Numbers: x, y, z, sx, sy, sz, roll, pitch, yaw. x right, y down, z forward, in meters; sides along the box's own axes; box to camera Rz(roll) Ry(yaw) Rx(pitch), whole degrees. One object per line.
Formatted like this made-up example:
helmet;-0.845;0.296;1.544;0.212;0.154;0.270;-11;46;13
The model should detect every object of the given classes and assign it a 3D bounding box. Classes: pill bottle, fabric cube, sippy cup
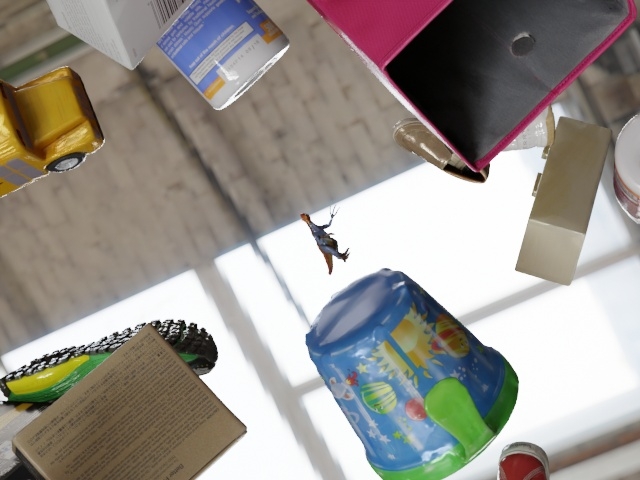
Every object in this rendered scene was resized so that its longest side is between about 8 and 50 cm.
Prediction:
pill bottle;0.437;-0.086;2.141;0.221;0.121;0.121;51;-162;-76
fabric cube;0.140;-0.283;1.813;0.258;0.259;0.254;50;-174;38
sippy cup;0.105;0.166;2.184;0.224;0.305;0.240;51;-132;-24
pill bottle;-0.187;-0.334;2.411;0.272;0.152;0.152;47;-163;-2

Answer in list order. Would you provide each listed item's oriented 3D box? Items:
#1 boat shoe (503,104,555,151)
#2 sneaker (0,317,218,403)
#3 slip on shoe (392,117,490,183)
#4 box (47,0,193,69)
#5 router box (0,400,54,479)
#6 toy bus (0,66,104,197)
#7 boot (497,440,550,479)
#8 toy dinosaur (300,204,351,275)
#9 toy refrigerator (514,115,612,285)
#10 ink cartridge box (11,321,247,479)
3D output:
boat shoe;0.222;-0.222;2.212;0.098;0.096;0.277;80;172;-45
sneaker;-0.290;0.209;2.396;0.146;0.343;0.134;68;-155;-8
slip on shoe;0.151;-0.108;2.063;0.135;0.051;0.041;26;-143;-21
box;-0.208;-0.317;1.790;0.119;0.181;0.182;32;162;21
router box;-0.478;0.327;2.261;0.309;0.243;0.081;-41;-58;-48
toy bus;-0.433;-0.099;1.984;0.108;0.332;0.130;68;-171;15
boot;0.261;0.404;2.126;0.176;0.088;0.244;-69;-31;-53
toy dinosaur;0.000;0.000;2.115;0.082;0.090;0.047;32;-154;-9
toy refrigerator;0.355;-0.063;2.452;0.269;0.094;0.102;-65;-12;-48
ink cartridge box;-0.244;0.254;2.124;0.193;0.234;0.088;48;160;5
